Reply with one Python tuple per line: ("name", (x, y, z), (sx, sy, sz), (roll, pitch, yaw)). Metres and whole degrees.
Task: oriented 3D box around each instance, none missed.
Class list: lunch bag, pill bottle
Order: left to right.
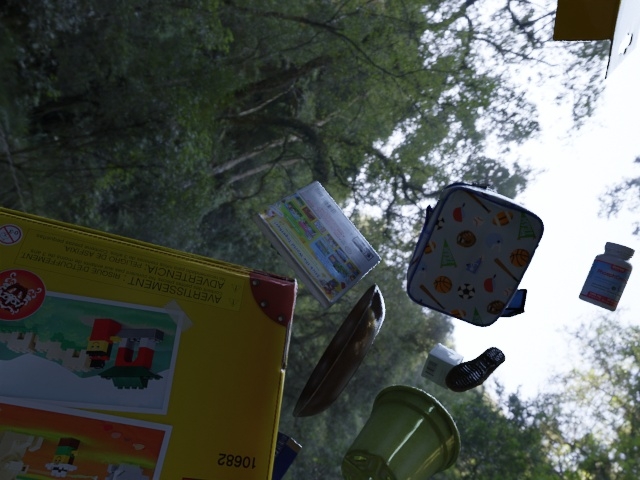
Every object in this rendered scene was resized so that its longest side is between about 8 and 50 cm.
("lunch bag", (0.326, 0.023, 1.036), (0.243, 0.115, 0.303), (22, -72, 9))
("pill bottle", (0.709, 0.088, 1.158), (0.087, 0.087, 0.160), (24, -85, 43))

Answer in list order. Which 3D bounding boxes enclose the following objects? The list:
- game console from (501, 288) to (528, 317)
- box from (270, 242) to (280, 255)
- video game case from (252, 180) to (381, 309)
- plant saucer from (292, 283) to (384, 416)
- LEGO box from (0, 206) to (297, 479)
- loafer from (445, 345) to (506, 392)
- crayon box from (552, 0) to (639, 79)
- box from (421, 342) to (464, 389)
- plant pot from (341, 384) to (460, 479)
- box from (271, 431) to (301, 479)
("game console", (0.573, 0.197, 1.473), (0.122, 0.107, 0.071), (-15, -94, 61))
("box", (-0.127, -0.024, 1.622), (0.105, 0.043, 0.179), (26, -65, 51))
("video game case", (0.000, 0.000, 0.959), (0.227, 0.206, 0.026), (51, -47, 3))
("plant saucer", (0.046, 0.229, 0.955), (0.050, 0.310, 0.310), (34, -36, 4))
("LEGO box", (-0.300, 0.181, 0.468), (0.193, 0.501, 0.372), (134, -33, -57))
("loafer", (0.317, 0.271, 0.962), (0.056, 0.148, 0.050), (53, -24, 38))
("crayon box", (0.411, -0.417, 0.659), (0.083, 0.203, 0.322), (17, -50, 37))
("box", (0.413, 0.425, 1.589), (0.102, 0.087, 0.101), (24, -64, 26))
("plant pot", (0.198, 0.578, 1.271), (0.276, 0.254, 0.275), (14, -65, 34))
("box", (-0.133, 0.462, 0.872), (0.036, 0.225, 0.136), (44, -24, -7))
